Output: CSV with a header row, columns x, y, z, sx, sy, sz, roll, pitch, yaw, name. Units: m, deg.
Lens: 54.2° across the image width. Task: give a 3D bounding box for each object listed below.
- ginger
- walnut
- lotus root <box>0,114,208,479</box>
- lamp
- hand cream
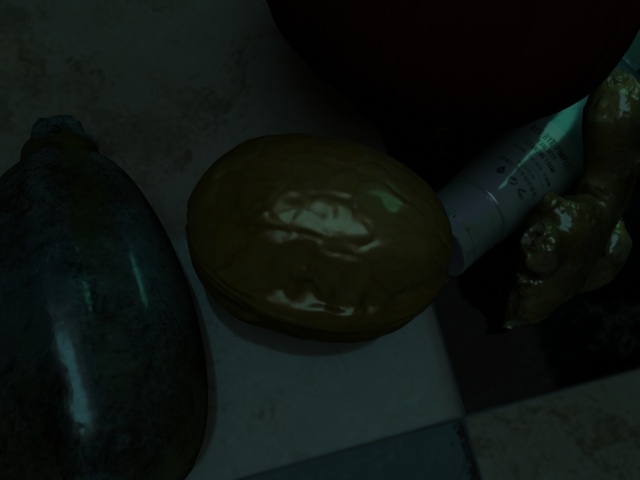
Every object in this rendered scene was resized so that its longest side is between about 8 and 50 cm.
x,y,z,sx,sy,sz,roll,pitch,yaw,name
0.214,-0.029,0.514,0.132,0.059,0.214,-13,118,-29,ginger
0.000,0.000,0.477,0.206,0.159,0.159,15,74,-3,walnut
-0.178,0.034,0.460,0.158,0.140,0.323,-13,75,-9,lotus root
0.100,-0.218,0.488,0.302,0.257,0.303,9,39,-7,lamp
0.209,-0.087,0.583,0.312,0.070,0.111,-36,80,-22,hand cream
